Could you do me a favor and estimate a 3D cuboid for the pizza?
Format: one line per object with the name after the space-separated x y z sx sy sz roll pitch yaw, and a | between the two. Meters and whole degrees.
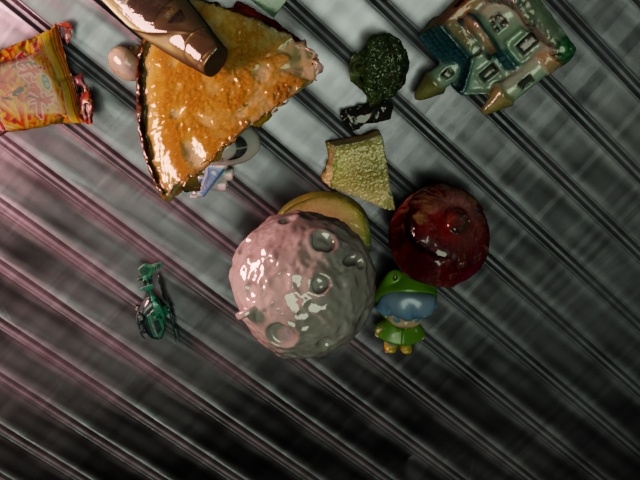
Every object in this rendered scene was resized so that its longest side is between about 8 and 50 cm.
-0.255 -0.349 1.655 0.435 0.080 0.391 -38 76 7 | pizza

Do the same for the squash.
0.000 0.000 1.930 0.252 0.049 0.251 -1 112 -2 | squash

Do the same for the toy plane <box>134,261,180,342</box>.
-0.415 0.163 1.962 0.096 0.060 0.234 -13 116 -7 | toy plane

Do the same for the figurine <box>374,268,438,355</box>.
0.208 0.177 1.979 0.162 0.143 0.263 5 129 -1 | figurine

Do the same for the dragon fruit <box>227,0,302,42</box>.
-0.134 -0.429 1.710 0.192 0.122 0.092 34 118 -18 | dragon fruit

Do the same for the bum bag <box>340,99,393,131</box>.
0.109 -0.292 1.825 0.125 0.034 0.057 -15 104 2 | bum bag

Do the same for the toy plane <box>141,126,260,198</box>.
-0.268 -0.224 1.781 0.267 0.122 0.266 -3 113 -6 | toy plane

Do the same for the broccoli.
0.131 -0.376 1.743 0.138 0.146 0.162 6 102 35 | broccoli

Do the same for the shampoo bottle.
-0.328 -0.464 1.604 0.350 0.084 0.125 41 100 15 | shampoo bottle

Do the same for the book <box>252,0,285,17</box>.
-0.124 -0.564 1.705 0.135 0.017 0.103 35 106 -17 | book

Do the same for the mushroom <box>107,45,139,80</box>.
-0.419 -0.394 1.732 0.085 0.085 0.079 44 60 -19 | mushroom

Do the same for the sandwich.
0.083 -0.150 1.872 0.163 0.058 0.192 -13 114 3 | sandwich

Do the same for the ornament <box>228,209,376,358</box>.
-0.030 0.095 1.766 0.337 0.337 0.336 -1 112 -4 | ornament

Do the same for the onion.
0.282 -0.015 1.851 0.247 0.190 0.246 4 72 -11 | onion

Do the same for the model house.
0.338 -0.403 1.718 0.325 0.194 0.267 -40 110 15 | model house

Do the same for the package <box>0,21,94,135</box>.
-0.651 -0.337 1.716 0.288 0.108 0.223 -13 108 -7 | package
